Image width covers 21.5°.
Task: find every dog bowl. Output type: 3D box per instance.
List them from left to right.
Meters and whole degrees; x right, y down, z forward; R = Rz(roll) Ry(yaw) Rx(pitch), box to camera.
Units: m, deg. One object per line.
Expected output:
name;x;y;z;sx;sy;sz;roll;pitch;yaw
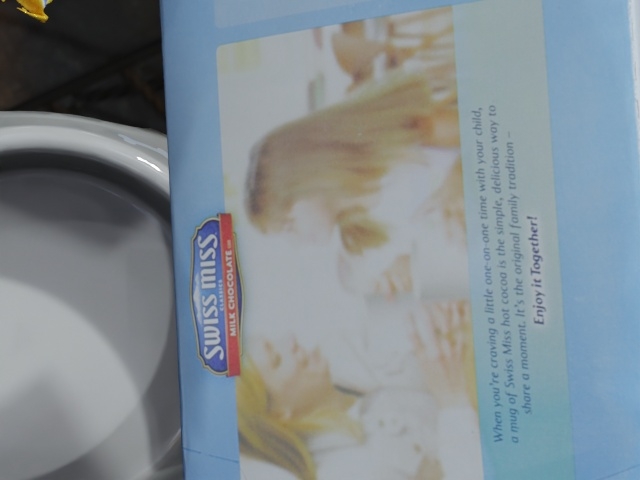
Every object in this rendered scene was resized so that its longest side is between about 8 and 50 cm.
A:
dog bowl;-0.193;0.074;1.158;0.102;0.349;0.349;-151;-143;-82

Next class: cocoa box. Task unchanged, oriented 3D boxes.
cocoa box;0.081;-0.023;0.777;0.228;0.231;0.347;3;83;-59

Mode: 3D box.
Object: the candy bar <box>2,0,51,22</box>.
candy bar;-0.077;-0.155;0.659;0.040;0.161;0.018;39;-4;-22
